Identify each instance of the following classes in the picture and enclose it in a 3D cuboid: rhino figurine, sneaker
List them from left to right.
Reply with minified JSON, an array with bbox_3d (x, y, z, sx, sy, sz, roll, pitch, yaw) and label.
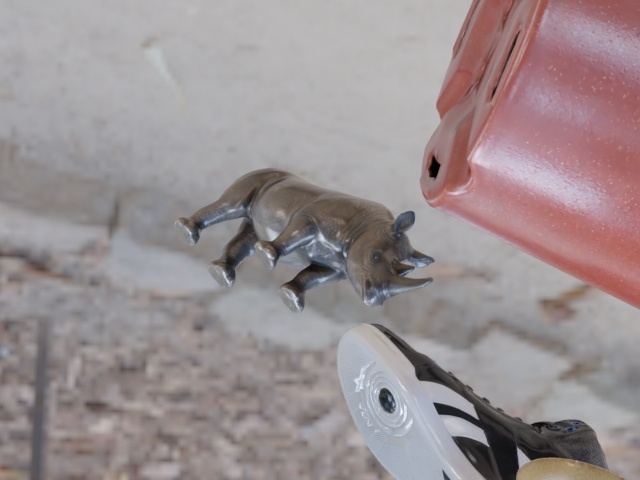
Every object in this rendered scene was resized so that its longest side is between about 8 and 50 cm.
[{"bbox_3d":[0.000,0.000,1.510,0.243,0.106,0.073,18,138,46],"label":"rhino figurine"},{"bbox_3d":[0.113,0.133,1.328,0.121,0.217,0.079,-21,153,-34],"label":"sneaker"}]

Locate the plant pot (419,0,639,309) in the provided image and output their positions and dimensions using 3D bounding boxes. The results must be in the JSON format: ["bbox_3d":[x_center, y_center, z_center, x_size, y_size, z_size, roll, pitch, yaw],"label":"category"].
[{"bbox_3d":[0.215,-0.068,1.132,0.265,0.272,0.272,21,150,-7],"label":"plant pot"}]

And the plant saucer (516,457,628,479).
[{"bbox_3d":[0.140,0.143,1.017,0.083,0.015,0.083,19,149,12],"label":"plant saucer"}]
